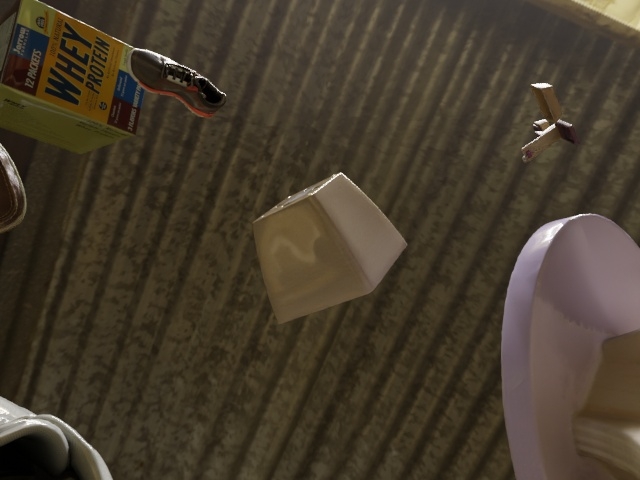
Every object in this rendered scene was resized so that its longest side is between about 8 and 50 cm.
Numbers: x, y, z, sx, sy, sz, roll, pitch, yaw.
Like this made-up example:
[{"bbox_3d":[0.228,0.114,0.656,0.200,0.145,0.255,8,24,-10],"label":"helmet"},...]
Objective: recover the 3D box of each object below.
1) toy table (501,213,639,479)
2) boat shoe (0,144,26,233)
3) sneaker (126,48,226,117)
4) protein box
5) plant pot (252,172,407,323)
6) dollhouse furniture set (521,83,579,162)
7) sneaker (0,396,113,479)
[{"bbox_3d":[0.232,0.111,0.367,0.252,0.161,0.274,-17,-89,-30],"label":"toy table"},{"bbox_3d":[-0.414,-0.121,0.640,0.095,0.095,0.257,-38,-87,-24],"label":"boat shoe"},{"bbox_3d":[-0.205,-0.240,0.884,0.158,0.065,0.061,23,-110,-38],"label":"sneaker"},{"bbox_3d":[-0.410,-0.242,0.931,0.200,0.201,0.136,18,-105,-43],"label":"protein box"},{"bbox_3d":[0.000,0.000,0.568,0.109,0.109,0.096,-24,-79,32],"label":"plant pot"},{"bbox_3d":[0.320,-0.181,0.920,0.081,0.091,0.114,-35,-60,3],"label":"dollhouse furniture set"},{"bbox_3d":[-0.160,0.124,0.314,0.262,0.099,0.121,22,-57,37],"label":"sneaker"}]
